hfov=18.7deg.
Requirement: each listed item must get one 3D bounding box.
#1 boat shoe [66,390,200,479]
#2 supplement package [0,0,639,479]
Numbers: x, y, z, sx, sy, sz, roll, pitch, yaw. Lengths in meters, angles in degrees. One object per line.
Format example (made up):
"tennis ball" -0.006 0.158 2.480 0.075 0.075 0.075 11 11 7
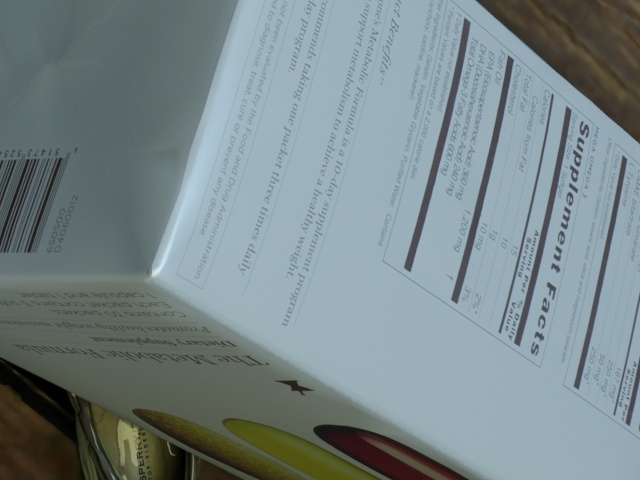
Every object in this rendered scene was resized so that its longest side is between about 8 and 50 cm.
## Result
"boat shoe" -0.068 0.037 0.695 0.056 0.049 0.152 -23 115 -20
"supplement package" 0.000 0.000 0.624 0.244 0.139 0.133 33 66 -43
